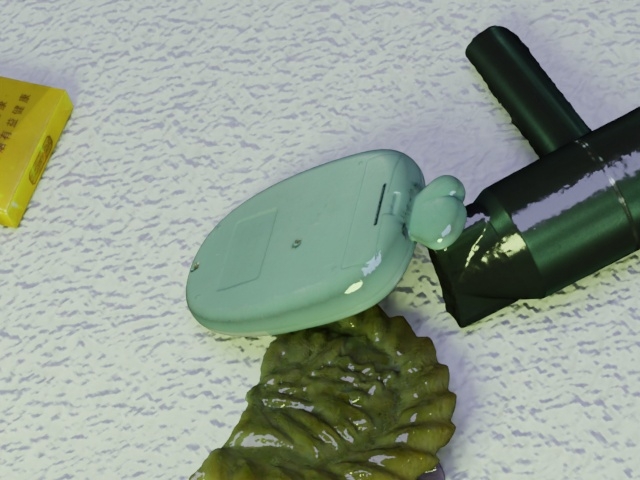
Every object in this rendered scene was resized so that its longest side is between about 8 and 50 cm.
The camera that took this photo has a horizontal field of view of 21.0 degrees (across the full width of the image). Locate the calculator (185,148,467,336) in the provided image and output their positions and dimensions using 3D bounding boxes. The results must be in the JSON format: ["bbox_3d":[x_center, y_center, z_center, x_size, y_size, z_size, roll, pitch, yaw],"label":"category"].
[{"bbox_3d":[0.000,0.000,1.531,0.295,0.042,0.184,-16,42,32],"label":"calculator"}]

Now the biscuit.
[{"bbox_3d":[0.021,0.142,1.460,0.187,0.036,0.273,14,42,14],"label":"biscuit"}]

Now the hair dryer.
[{"bbox_3d":[0.173,-0.079,1.588,0.244,0.116,0.302,-25,47,-5],"label":"hair dryer"}]

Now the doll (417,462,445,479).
[{"bbox_3d":[0.040,0.206,1.465,0.190,0.050,0.115,37,69,25],"label":"doll"}]

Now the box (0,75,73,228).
[{"bbox_3d":[-0.399,-0.108,1.737,0.269,0.043,0.152,13,63,18],"label":"box"}]
